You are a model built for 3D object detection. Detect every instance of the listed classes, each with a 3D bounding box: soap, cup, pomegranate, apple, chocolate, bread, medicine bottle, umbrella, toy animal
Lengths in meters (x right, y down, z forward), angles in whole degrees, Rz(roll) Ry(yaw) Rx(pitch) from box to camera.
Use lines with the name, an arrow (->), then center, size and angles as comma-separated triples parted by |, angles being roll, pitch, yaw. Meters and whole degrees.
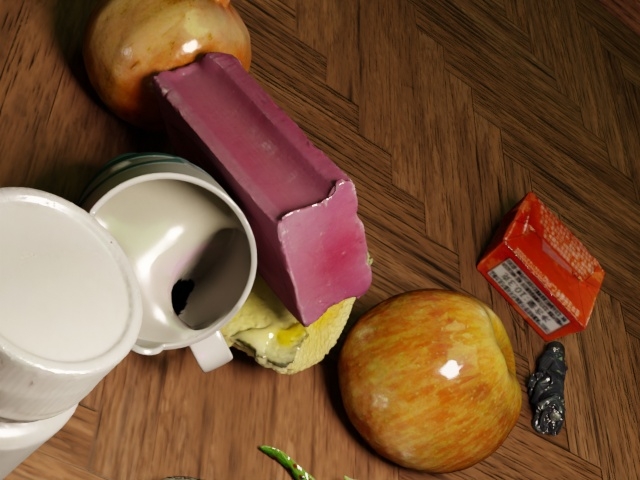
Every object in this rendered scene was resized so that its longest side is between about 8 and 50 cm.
soap -> -0.080, -0.082, 1.547 | 0.128, 0.233, 0.359 | -30, 51, -15
cup -> -0.195, 0.031, 1.435 | 0.289, 0.219, 0.257 | 65, -6, -18
pomegranate -> -0.217, -0.298, 1.694 | 0.252, 0.270, 0.229 | 4, 47, -54
apple -> 0.180, 0.201, 1.684 | 0.309, 0.250, 0.277 | -10, 65, -53
chocolate -> 0.433, 0.055, 2.216 | 0.237, 0.108, 0.235 | 47, 35, -7
bread -> -0.045, 0.096, 1.631 | 0.174, 0.133, 0.251 | 21, 56, 20
medicine bottle -> -0.347, 0.128, 1.073 | 0.211, 0.371, 0.211 | 28, 40, -27
umbrella -> 0.416, 0.256, 2.053 | 0.071, 0.080, 0.224 | 13, 33, 9
toy animal -> 0.010, 0.341, 1.555 | 0.217, 0.041, 0.075 | 45, 37, 1

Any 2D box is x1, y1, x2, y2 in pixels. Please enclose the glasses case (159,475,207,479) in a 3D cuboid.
glasses case -> -0.132, 0.361, 1.228 | 0.137, 0.085, 0.354 | 16, 14, -9
